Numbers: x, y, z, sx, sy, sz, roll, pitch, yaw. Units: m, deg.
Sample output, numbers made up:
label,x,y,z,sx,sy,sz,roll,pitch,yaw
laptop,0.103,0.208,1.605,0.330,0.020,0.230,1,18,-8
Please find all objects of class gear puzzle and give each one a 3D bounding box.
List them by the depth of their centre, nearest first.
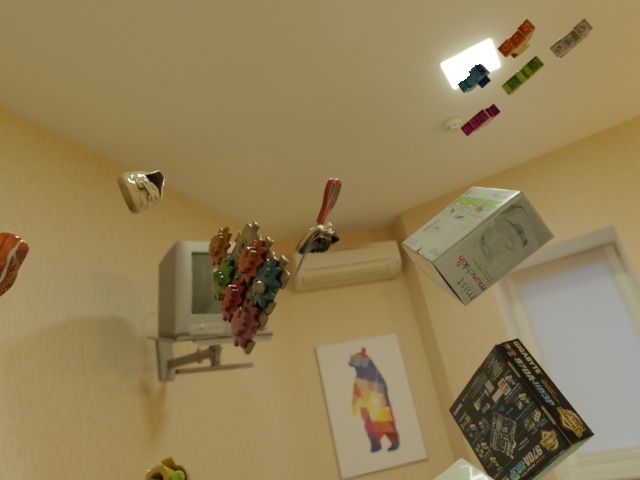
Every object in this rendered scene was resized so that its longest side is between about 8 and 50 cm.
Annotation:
label,x,y,z,sx,sy,sz,roll,pitch,yaw
gear puzzle,-0.162,0.049,0.923,0.044,0.339,0.175,21,-77,-32

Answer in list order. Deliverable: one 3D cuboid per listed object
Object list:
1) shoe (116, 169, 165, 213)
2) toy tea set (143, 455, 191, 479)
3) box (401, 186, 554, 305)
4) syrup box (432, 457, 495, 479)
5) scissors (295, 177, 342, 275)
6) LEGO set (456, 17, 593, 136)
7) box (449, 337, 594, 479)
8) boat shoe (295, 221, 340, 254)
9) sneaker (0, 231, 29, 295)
label,x,y,z,sx,sy,sz,roll,pitch,yaw
shoe,-0.339,-0.104,0.940,0.058,0.076,0.219,-24,18,-5
toy tea set,-0.353,0.464,0.753,0.336,0.200,0.124,-31,-48,22
box,0.328,-0.002,1.088,0.231,0.126,0.262,-39,9,1
syrup box,0.148,0.316,0.393,0.093,0.236,0.096,-26,9,-18
scissors,-0.001,-0.038,1.368,0.021,0.297,0.109,18,-2,15
LEGO set,0.311,-0.281,0.792,0.227,0.087,0.093,-41,-7,35
box,0.312,0.296,0.804,0.051,0.175,0.220,-8,-44,-23
boat shoe,0.000,0.000,1.010,0.056,0.049,0.152,-55,-11,30
sneaker,-0.681,0.060,1.037,0.175,0.067,0.064,-58,-3,5
